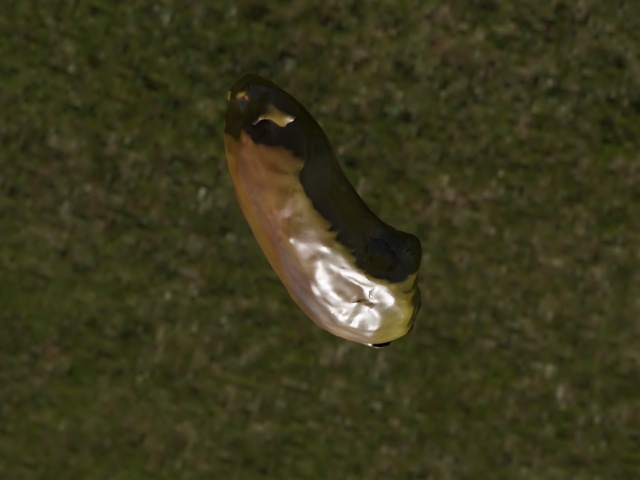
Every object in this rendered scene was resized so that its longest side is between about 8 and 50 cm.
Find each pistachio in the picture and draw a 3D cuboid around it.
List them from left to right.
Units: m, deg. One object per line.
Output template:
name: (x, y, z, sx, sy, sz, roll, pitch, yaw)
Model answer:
pistachio: (0.000, 0.000, 0.808, 0.089, 0.049, 0.173, 27, 161, 36)
